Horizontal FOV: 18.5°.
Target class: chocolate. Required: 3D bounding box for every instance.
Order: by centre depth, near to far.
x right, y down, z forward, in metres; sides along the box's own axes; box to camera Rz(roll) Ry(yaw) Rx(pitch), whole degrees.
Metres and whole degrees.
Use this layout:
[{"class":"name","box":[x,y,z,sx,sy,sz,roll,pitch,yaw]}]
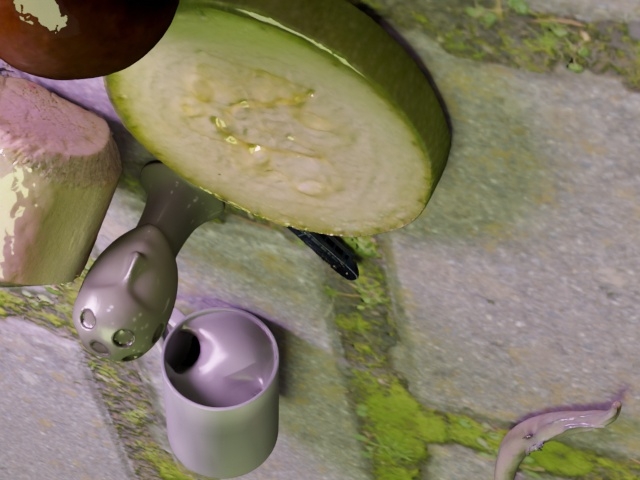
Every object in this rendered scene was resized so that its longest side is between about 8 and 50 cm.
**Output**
[{"class":"chocolate","box":[-0.169,-0.178,1.224,0.177,0.177,0.177,19,148,13]}]

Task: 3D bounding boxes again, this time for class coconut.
[{"class":"coconut","box":[-0.232,-0.032,1.478,0.147,0.147,0.153,25,116,4]}]

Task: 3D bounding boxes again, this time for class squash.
[{"class":"squash","box":[-0.033,-0.090,1.352,0.252,0.049,0.252,19,148,12]}]

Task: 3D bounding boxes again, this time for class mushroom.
[{"class":"mushroom","box":[0.179,0.189,1.612,0.068,0.043,0.306,9,146,-3]}]

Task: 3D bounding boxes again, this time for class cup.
[{"class":"cup","box":[-0.087,0.115,1.667,0.099,0.136,0.133,-9,147,-6]}]

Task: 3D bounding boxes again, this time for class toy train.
[{"class":"toy train","box":[0.000,0.000,1.487,0.083,0.017,0.017,42,148,-21]}]

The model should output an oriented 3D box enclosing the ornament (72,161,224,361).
[{"class":"ornament","box":[-0.135,0.019,1.482,0.075,0.156,0.081,24,149,4]}]
